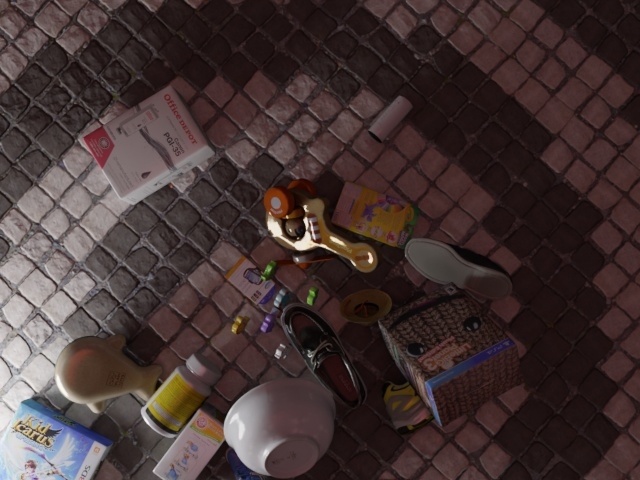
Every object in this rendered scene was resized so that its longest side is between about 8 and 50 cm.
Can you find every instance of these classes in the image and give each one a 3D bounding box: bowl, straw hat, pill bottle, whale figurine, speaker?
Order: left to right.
[{"bbox_3d":[-0.571,0.354,1.753,0.272,0.141,0.216,16,86,-23],"label":"whale figurine"},{"bbox_3d":[-0.367,0.409,1.735,0.119,0.119,0.208,40,88,3],"label":"pill bottle"},{"bbox_3d":[-0.086,0.500,1.641,0.298,0.134,0.297,-9,123,-13],"label":"bowl"},{"bbox_3d":[0.126,0.199,1.769,0.145,0.144,0.061,-12,124,0],"label":"straw hat"},{"bbox_3d":[0.193,-0.337,1.810,0.055,0.055,0.136,41,87,3],"label":"speaker"}]

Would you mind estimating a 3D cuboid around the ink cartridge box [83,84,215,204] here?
[{"bbox_3d":[-0.463,-0.262,1.782,0.283,0.117,0.207,-32,86,-1],"label":"ink cartridge box"}]

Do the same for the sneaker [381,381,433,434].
[{"bbox_3d":[0.336,0.353,1.723,0.385,0.145,0.147,-31,67,-9],"label":"sneaker"}]

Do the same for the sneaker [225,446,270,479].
[{"bbox_3d":[-0.178,0.636,1.736,0.080,0.081,0.211,-40,85,0],"label":"sneaker"}]

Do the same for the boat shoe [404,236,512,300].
[{"bbox_3d":[0.372,0.068,1.767,0.303,0.091,0.114,28,114,1],"label":"boat shoe"}]

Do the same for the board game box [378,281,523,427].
[{"bbox_3d":[0.318,0.275,1.628,0.232,0.291,0.141,-26,124,-9],"label":"board game box"}]

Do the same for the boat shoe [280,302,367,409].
[{"bbox_3d":[0.016,0.303,1.737,0.121,0.119,0.335,-40,87,-2],"label":"boat shoe"}]

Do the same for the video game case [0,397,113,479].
[{"bbox_3d":[-0.739,0.599,1.757,0.270,0.061,0.244,26,86,3],"label":"video game case"}]

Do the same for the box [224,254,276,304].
[{"bbox_3d":[-0.187,0.115,1.799,0.136,0.028,0.081,41,88,1],"label":"box"}]

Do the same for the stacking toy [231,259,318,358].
[{"bbox_3d":[-0.120,0.184,1.725,0.167,0.052,0.221,28,92,24],"label":"stacking toy"}]

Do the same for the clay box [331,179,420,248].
[{"bbox_3d":[0.151,-0.068,1.793,0.222,0.053,0.127,21,88,1],"label":"clay box"}]

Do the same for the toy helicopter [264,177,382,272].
[{"bbox_3d":[0.000,0.000,1.727,0.355,0.140,0.234,27,117,23],"label":"toy helicopter"}]

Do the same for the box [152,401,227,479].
[{"bbox_3d":[-0.331,0.546,1.727,0.103,0.114,0.203,37,87,3],"label":"box"}]
